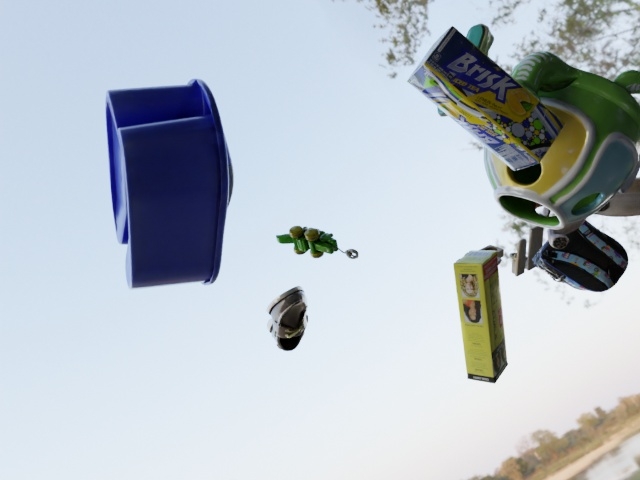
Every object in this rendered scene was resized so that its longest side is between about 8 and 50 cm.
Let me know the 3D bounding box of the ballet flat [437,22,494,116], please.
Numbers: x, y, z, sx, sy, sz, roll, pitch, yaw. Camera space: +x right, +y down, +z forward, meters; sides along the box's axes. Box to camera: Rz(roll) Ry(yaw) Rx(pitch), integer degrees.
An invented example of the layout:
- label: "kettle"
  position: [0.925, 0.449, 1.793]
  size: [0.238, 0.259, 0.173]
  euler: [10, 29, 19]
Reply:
- label: "ballet flat"
  position: [0.258, -0.288, 0.868]
  size: [0.052, 0.057, 0.168]
  euler: [15, -78, -42]

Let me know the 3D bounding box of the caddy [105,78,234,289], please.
- label: "caddy"
  position: [-0.222, -0.079, 0.779]
  size: [0.179, 0.241, 0.341]
  euler: [-7, -46, -26]

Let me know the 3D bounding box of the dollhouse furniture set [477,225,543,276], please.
- label: "dollhouse furniture set"
  position: [0.513, 0.012, 1.403]
  size: [0.144, 0.151, 0.123]
  euler: [-20, -63, -30]

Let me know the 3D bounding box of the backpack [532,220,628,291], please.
- label: "backpack"
  position: [0.625, 0.044, 1.196]
  size: [0.158, 0.173, 0.117]
  euler: [-49, -18, -9]

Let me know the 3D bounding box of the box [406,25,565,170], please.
- label: "box"
  position: [0.184, -0.156, 0.562]
  size: [0.059, 0.169, 0.054]
  euler: [-54, 8, -9]

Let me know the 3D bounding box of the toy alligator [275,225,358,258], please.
- label: "toy alligator"
  position: [0.000, 0.000, 0.984]
  size: [0.051, 0.190, 0.056]
  euler: [-53, -39, -40]

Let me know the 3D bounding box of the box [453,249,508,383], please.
- label: "box"
  position: [0.301, 0.140, 0.933]
  size: [0.058, 0.232, 0.087]
  euler: [-1, 14, 39]

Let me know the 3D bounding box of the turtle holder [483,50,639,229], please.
- label: "turtle holder"
  position: [0.385, -0.155, 0.806]
  size: [0.227, 0.243, 0.320]
  euler: [-63, -16, -4]

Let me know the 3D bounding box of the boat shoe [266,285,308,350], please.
- label: "boat shoe"
  position: [-0.084, 0.223, 1.380]
  size: [0.116, 0.097, 0.324]
  euler: [-23, -21, -21]

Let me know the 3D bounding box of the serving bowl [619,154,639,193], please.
- label: "serving bowl"
  position: [0.549, -0.128, 0.903]
  size: [0.083, 0.027, 0.083]
  euler: [-25, -52, -36]

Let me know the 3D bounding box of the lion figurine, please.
- label: "lion figurine"
  position: [0.630, -0.083, 1.064]
  size: [0.392, 0.240, 0.142]
  euler: [5, -63, 9]
